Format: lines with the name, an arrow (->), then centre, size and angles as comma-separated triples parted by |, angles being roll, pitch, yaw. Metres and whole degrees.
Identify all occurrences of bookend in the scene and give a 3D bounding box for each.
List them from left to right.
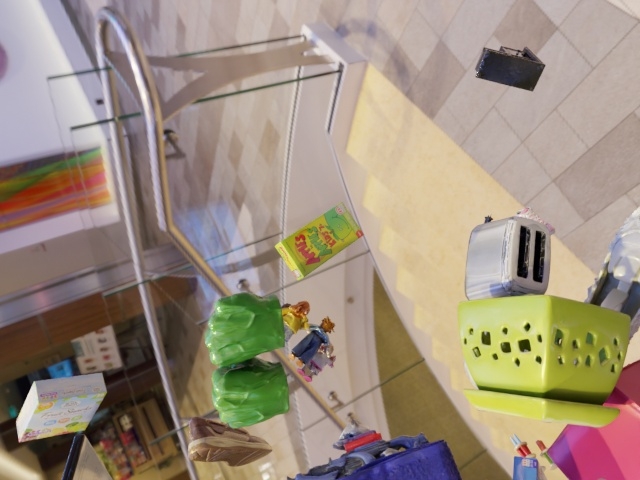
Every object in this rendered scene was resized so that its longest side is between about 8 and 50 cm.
bookend -> 0.474, -0.464, 1.361 | 0.157, 0.156, 0.072 | -86, 9, -54

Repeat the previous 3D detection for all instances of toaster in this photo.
toaster -> 0.406, 0.040, 1.134 | 0.146, 0.129, 0.227 | 154, 130, -66

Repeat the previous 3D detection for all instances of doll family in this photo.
doll family -> -0.043, 0.271, 1.518 | 0.263, 0.163, 0.118 | 44, 147, 1

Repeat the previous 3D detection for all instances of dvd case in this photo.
dvd case -> -0.450, 0.522, 1.016 | 0.180, 0.022, 0.253 | -97, 4, -49

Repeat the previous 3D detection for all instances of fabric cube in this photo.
fabric cube -> 0.670, 0.405, 1.034 | 0.254, 0.259, 0.258 | 50, 139, 40

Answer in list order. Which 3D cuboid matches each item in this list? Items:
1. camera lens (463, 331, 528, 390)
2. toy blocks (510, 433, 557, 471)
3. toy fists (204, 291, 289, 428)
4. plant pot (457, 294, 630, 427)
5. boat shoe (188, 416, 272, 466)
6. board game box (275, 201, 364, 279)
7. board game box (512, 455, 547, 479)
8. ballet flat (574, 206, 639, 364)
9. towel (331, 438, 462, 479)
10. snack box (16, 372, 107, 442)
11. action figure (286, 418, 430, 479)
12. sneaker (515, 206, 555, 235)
camera lens -> 0.561, 0.344, 1.574 | 0.219, 0.219, 0.274 | 54, 165, 26
toy blocks -> 0.757, 0.743, 1.855 | 0.148, 0.123, 0.054 | -121, 25, -50
toy fists -> -0.145, 0.228, 0.999 | 0.096, 0.142, 0.279 | -141, 45, -60
plant pot -> 0.405, 0.225, 0.975 | 0.228, 0.227, 0.207 | -17, 62, 61
boat shoe -> -0.264, 0.580, 1.541 | 0.342, 0.123, 0.123 | 35, -153, -51
board game box -> 0.000, 0.000, 1.167 | 0.092, 0.181, 0.043 | 56, 154, -1
board game box -> 0.403, 0.548, 1.006 | 0.047, 0.210, 0.160 | -5, 139, 29
ballet flat -> 0.633, 0.110, 1.089 | 0.147, 0.147, 0.409 | 35, 117, 46
towel -> 0.171, 0.534, 0.915 | 0.076, 0.228, 0.308 | 69, -178, -69
snack box -> -0.702, 0.452, 1.420 | 0.207, 0.174, 0.070 | -54, 52, 30
action figure -> 0.075, 0.535, 1.061 | 0.178, 0.341, 0.330 | 74, -175, -51
sneaker -> 0.592, -0.053, 1.461 | 0.070, 0.051, 0.134 | 60, 175, -20
